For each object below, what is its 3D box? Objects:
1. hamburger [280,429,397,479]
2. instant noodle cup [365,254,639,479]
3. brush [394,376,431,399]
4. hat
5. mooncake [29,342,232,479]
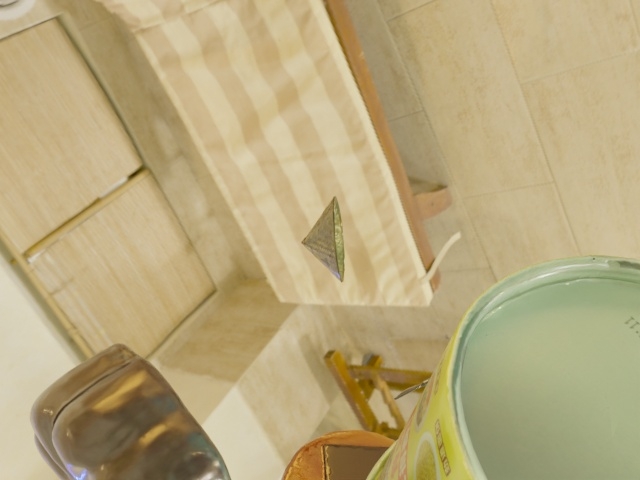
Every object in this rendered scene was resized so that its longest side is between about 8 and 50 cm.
[{"bbox_3d":[0.049,0.453,0.902,0.290,0.291,0.225,23,130,20],"label":"hamburger"},{"bbox_3d":[0.168,0.169,0.346,0.311,0.311,0.222,22,135,21],"label":"instant noodle cup"},{"bbox_3d":[0.302,0.430,1.739,0.193,0.063,0.016,-35,74,28],"label":"brush"},{"bbox_3d":[0.000,0.000,0.972,0.067,0.146,0.146,-5,127,8],"label":"hat"},{"bbox_3d":[-0.241,0.291,0.746,0.306,0.154,0.306,28,133,35],"label":"mooncake"}]
